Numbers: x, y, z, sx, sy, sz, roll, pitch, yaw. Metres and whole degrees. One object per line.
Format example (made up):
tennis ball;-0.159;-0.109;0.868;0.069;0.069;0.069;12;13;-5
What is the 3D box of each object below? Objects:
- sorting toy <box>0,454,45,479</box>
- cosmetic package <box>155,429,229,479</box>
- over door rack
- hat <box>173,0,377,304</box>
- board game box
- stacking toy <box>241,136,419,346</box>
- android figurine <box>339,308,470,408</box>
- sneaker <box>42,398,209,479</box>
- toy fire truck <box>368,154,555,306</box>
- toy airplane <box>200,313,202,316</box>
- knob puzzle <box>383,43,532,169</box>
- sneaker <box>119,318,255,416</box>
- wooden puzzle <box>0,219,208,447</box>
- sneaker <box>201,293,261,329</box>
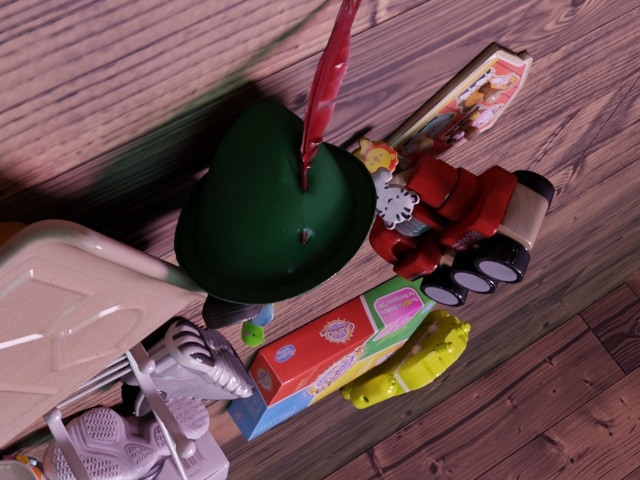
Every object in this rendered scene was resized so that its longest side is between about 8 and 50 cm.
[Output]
sorting toy;-0.360;0.270;1.324;0.083;0.045;0.075;-4;178;2
cosmetic package;-0.223;0.396;1.877;0.117;0.085;0.231;-30;162;-17
over door rack;-0.252;0.284;1.245;0.239;0.108;0.324;-26;132;-17
hat;-0.049;-0.084;0.886;0.183;0.173;0.208;74;30;-49
board game box;0.020;0.178;1.785;0.316;0.064;0.242;-27;161;-28
stacking toy;0.000;0.000;1.092;0.221;0.052;0.167;-46;-166;8
android figurine;0.154;0.208;1.997;0.273;0.056;0.248;-28;-168;47
sneaker;-0.265;0.283;1.439;0.153;0.101;0.268;-48;162;29
toy fire truck;0.100;-0.027;1.271;0.158;0.246;0.217;-65;-168;-21
toy airplane;-0.072;0.029;1.252;0.151;0.028;0.151;-32;164;-10
knob puzzle;0.167;-0.137;1.265;0.213;0.030;0.213;-33;163;-11
sneaker;-0.174;0.168;1.369;0.132;0.086;0.229;-32;154;5
wooden puzzle;-0.280;0.089;0.940;0.348;0.080;0.322;-33;164;6
sneaker;-0.081;0.014;0.977;0.051;0.089;0.170;-15;-170;6
